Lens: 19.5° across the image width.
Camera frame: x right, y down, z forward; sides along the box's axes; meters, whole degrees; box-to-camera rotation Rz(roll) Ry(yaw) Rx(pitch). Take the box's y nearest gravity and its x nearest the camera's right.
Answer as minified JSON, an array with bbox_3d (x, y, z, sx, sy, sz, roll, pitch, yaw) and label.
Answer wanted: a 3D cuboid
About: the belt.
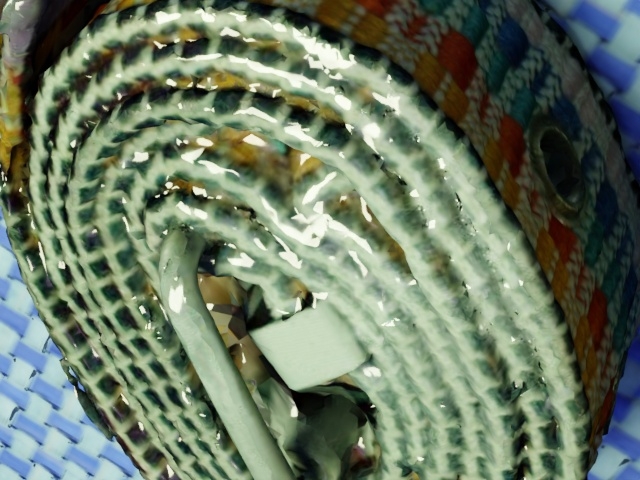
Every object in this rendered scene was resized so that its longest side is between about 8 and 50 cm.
[{"bbox_3d":[0.000,0.000,0.687,0.206,0.160,0.295,-4,122,28],"label":"belt"}]
